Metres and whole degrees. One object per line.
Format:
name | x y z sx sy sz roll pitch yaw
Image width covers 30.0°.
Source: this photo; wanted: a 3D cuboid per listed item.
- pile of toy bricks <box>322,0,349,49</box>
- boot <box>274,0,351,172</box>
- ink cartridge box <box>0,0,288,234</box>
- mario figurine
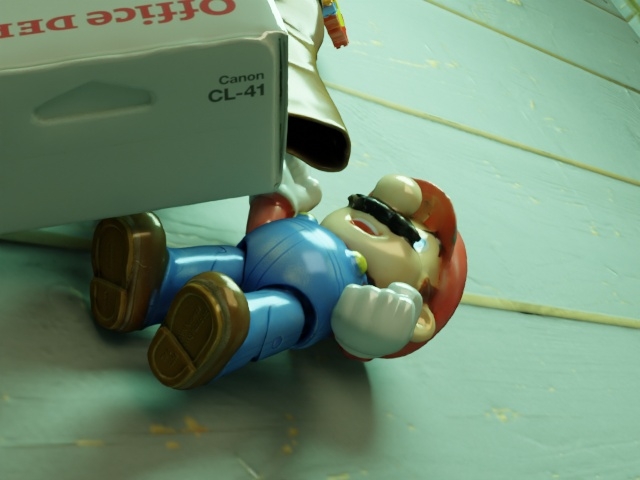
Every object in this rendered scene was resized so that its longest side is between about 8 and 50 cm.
pile of toy bricks | -0.030 -0.204 1.180 0.212 0.118 0.105 -56 128 -77
boot | -0.116 -0.155 0.931 0.264 0.096 0.280 17 34 -17
ink cartridge box | -0.165 -0.159 0.776 0.226 0.131 0.306 -10 48 -11
mario figurine | 0.000 0.000 0.847 0.321 0.170 0.198 -8 72 -51
